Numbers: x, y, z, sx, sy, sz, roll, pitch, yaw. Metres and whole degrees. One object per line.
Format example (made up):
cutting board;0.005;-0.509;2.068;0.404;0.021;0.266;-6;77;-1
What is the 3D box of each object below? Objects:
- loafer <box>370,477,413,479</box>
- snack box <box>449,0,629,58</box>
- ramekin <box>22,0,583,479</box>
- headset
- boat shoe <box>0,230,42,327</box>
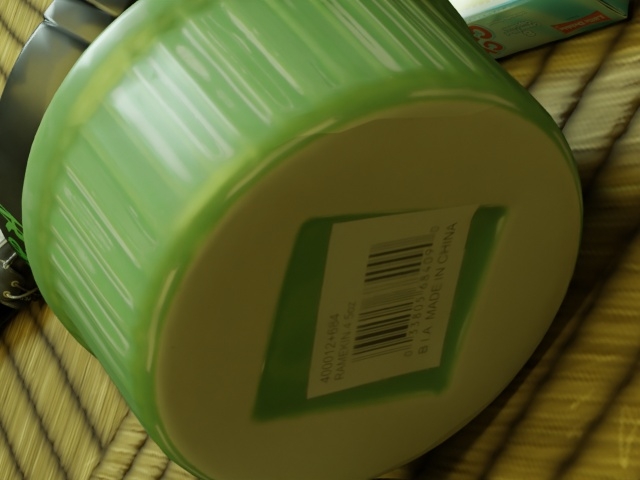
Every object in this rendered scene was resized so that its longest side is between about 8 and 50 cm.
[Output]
loafer;0.032;0.242;0.659;0.092;0.102;0.268;-45;38;37
snack box;0.148;-0.286;0.863;0.187;0.060;0.321;-10;62;51
ramekin;0.000;0.000;0.687;0.303;0.303;0.148;-56;43;14
headset;-0.031;-0.117;0.773;0.185;0.243;0.394;30;76;30
boat shoe;-0.332;0.043;1.305;0.228;0.080;0.076;-35;62;33
